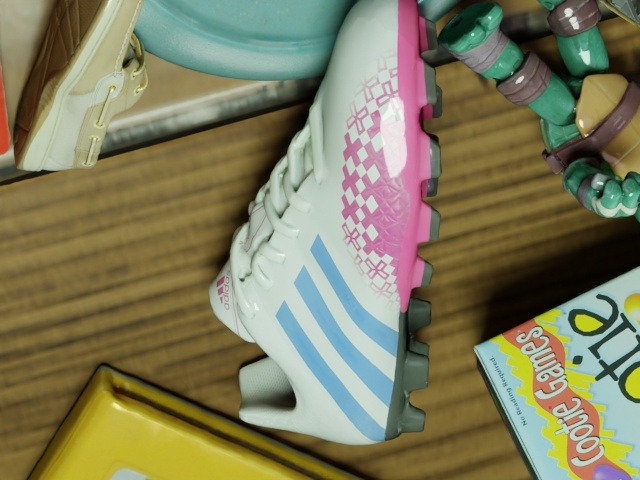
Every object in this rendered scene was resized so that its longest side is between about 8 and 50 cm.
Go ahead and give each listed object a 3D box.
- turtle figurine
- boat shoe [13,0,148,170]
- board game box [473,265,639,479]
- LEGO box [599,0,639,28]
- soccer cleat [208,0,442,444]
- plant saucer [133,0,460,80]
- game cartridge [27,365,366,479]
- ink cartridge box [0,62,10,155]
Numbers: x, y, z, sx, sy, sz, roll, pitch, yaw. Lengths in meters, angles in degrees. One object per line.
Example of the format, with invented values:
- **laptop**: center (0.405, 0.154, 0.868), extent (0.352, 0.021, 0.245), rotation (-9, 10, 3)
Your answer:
- **turtle figurine**: center (0.183, -0.075, 0.975), extent (0.234, 0.175, 0.118), rotation (45, 142, -16)
- **boat shoe**: center (-0.128, -0.099, 0.914), extent (0.059, 0.063, 0.170), rotation (8, 144, -25)
- **board game box**: center (0.254, 0.077, 1.037), extent (0.275, 0.144, 0.142), rotation (-27, 79, 1)
- **LEGO box**: center (0.429, -0.144, 0.826), extent (0.500, 0.372, 0.193), rotation (5, 116, -24)
- **soccer cleat**: center (0.000, 0.000, 0.966), extent (0.143, 0.116, 0.331), rotation (2, 127, 3)
- **plant saucer**: center (-0.014, -0.229, 0.892), extent (0.317, 0.044, 0.318), rotation (-7, 121, -12)
- **game cartridge**: center (-0.108, 0.275, 1.131), extent (0.285, 0.053, 0.324), rotation (26, 108, -20)
- **ink cartridge box**: center (-0.330, -0.121, 0.769), extent (0.385, 0.091, 0.308), rotation (-17, 121, -28)
